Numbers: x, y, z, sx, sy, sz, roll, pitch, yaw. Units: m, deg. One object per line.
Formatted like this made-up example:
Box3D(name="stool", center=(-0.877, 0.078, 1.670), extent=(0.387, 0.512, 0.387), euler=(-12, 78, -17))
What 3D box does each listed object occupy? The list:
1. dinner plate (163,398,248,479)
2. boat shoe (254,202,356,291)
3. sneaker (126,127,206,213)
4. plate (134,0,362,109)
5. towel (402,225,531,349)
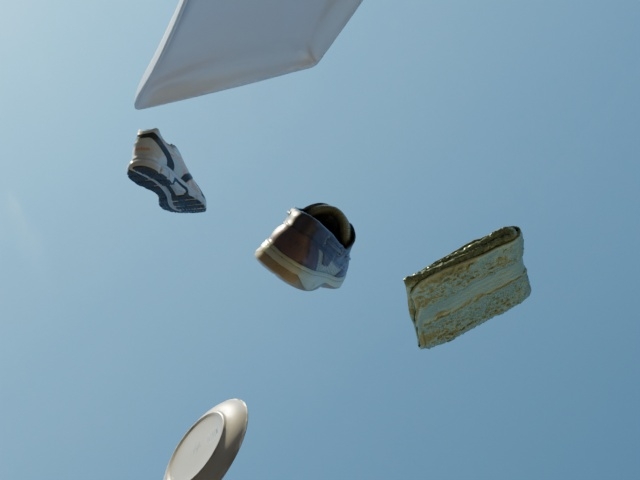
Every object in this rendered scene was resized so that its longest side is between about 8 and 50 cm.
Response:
Box3D(name="dinner plate", center=(-0.129, 0.227, 1.074), extent=(0.141, 0.017, 0.141), euler=(-40, -155, 22))
Box3D(name="boat shoe", center=(0.000, 0.000, 1.271), extent=(0.103, 0.285, 0.092), euler=(40, -79, 10))
Box3D(name="sneaker", center=(-0.119, -0.054, 0.813), extent=(0.040, 0.109, 0.044), euler=(-3, -112, 14))
Box3D(name="plate", center=(-0.069, -0.263, 1.162), extent=(0.278, 0.277, 0.045), euler=(-21, -103, -32))
Box3D(name="towel", center=(0.163, 0.053, 1.100), extent=(0.148, 0.110, 0.027), euler=(-26, -143, -11))
